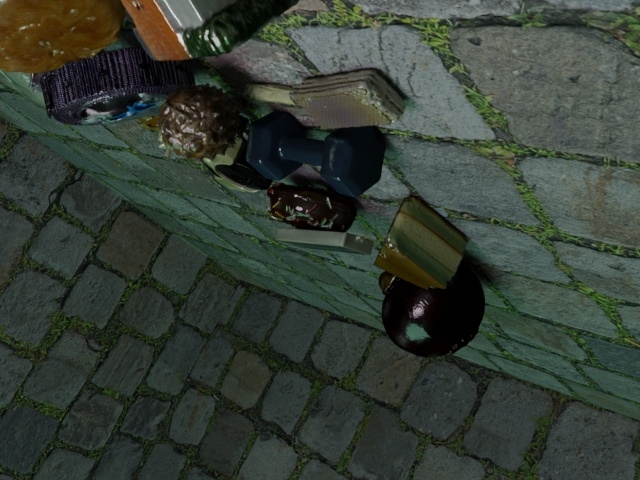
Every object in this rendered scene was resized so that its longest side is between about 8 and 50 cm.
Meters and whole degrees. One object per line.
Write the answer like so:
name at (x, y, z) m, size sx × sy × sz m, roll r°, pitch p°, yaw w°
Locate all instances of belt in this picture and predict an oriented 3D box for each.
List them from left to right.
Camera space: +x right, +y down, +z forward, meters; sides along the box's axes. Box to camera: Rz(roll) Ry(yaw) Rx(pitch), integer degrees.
belt at (-0.440, -0.339, 1.592) m, size 0.325 × 0.122 × 0.260 m, roll -14°, pitch 176°, yaw 1°

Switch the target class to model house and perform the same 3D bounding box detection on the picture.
model house at (-0.213, -0.433, 1.073) m, size 0.272 × 0.190 × 0.300 m, roll 17°, pitch 148°, yaw 52°

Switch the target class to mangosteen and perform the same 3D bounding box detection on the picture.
mangosteen at (0.298, 0.158, 2.029) m, size 0.346 × 0.307 × 0.307 m, roll 54°, pitch 174°, yaw 18°

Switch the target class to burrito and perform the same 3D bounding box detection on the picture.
burrito at (-0.089, -0.307, 1.512) m, size 0.186 × 0.041 × 0.045 m, roll 19°, pitch 122°, yaw 36°

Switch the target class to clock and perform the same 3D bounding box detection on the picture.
clock at (-0.296, -0.251, 1.968) m, size 0.277 × 0.120 × 0.379 m, roll 4°, pitch 154°, yaw 47°

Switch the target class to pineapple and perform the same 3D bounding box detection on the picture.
pineapple at (-0.243, -0.265, 1.611) m, size 0.175 × 0.175 × 0.361 m, roll 28°, pitch -169°, yaw 0°

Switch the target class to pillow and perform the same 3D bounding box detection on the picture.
pillow at (-0.831, -0.486, 2.077) m, size 0.283 × 0.138 × 0.310 m, roll 38°, pitch 166°, yaw -37°

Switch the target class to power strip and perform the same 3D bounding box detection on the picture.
power strip at (0.000, 0.000, 2.023) m, size 0.106 × 0.043 × 0.367 m, roll 18°, pitch 173°, yaw -35°

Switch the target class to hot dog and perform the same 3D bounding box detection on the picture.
hot dog at (-0.513, -0.381, 1.998) m, size 0.109 × 0.072 × 0.269 m, roll 16°, pitch 164°, yaw 32°

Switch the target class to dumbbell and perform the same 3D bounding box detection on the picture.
dumbbell at (-0.015, -0.192, 1.567) m, size 0.316 × 0.156 × 0.144 m, roll 16°, pitch -168°, yaw 41°

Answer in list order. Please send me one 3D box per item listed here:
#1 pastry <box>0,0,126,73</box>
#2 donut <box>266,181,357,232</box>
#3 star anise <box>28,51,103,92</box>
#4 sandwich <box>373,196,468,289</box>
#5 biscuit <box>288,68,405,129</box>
pastry at (-0.532, -0.460, 1.363) m, size 0.316 × 0.184 × 0.284 m, roll -19°, pitch 161°, yaw 12°
donut at (-0.029, -0.084, 1.996) m, size 0.270 × 0.103 × 0.269 m, roll 13°, pitch 172°, yaw 2°
star anise at (-0.644, -0.437, 1.829) m, size 0.237 × 0.229 × 0.092 m, roll 2°, pitch 120°, yaw 38°
sandwich at (0.260, 0.015, 1.792) m, size 0.199 × 0.155 × 0.227 m, roll 25°, pitch 165°, yaw 5°
biscuit at (0.047, -0.265, 1.352) m, size 0.108 × 0.061 × 0.239 m, roll 39°, pitch 162°, yaw -33°
